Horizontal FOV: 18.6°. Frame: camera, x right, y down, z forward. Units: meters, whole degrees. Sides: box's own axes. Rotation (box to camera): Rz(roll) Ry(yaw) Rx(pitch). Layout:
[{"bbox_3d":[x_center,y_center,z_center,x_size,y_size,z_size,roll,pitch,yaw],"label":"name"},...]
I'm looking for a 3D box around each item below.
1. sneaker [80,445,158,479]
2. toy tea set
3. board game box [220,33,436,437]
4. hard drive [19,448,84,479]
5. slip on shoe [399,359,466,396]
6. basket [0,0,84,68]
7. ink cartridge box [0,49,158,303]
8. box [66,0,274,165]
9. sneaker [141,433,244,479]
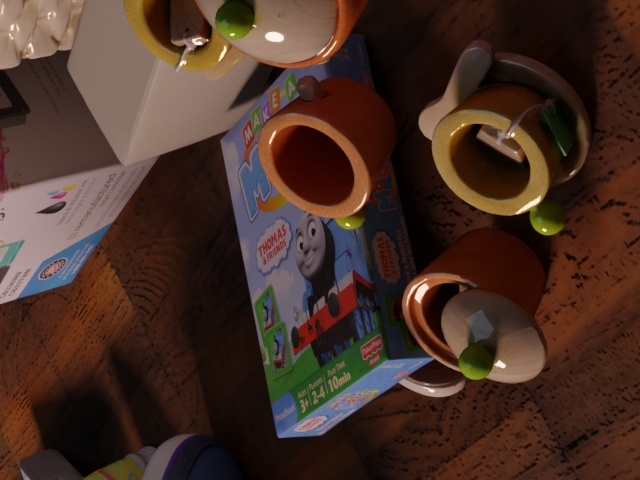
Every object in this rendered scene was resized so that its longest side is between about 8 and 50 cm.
[{"bbox_3d":[-0.153,0.276,1.687,0.081,0.094,0.208,100,150,-43],"label":"sneaker"},{"bbox_3d":[0.019,-0.053,1.053,0.336,0.124,0.200,46,138,-7],"label":"toy tea set"},{"bbox_3d":[0.000,0.000,1.230,0.160,0.039,0.211,-42,55,56],"label":"board game box"},{"bbox_3d":[-0.203,0.397,1.914,0.233,0.047,0.353,21,129,67],"label":"hard drive"},{"bbox_3d":[0.049,0.040,1.240,0.135,0.051,0.041,58,155,33],"label":"slip on shoe"},{"bbox_3d":[-0.303,-0.282,1.324,0.266,0.328,0.331,53,147,21],"label":"basket"},{"bbox_3d":[-0.312,-0.063,1.524,0.197,0.270,0.198,58,138,17],"label":"ink cartridge box"},{"bbox_3d":[-0.076,-0.168,1.241,0.094,0.113,0.275,58,150,18],"label":"box"},{"bbox_3d":[-0.014,0.277,1.483,0.236,0.130,0.322,-21,58,30],"label":"sneaker"}]
